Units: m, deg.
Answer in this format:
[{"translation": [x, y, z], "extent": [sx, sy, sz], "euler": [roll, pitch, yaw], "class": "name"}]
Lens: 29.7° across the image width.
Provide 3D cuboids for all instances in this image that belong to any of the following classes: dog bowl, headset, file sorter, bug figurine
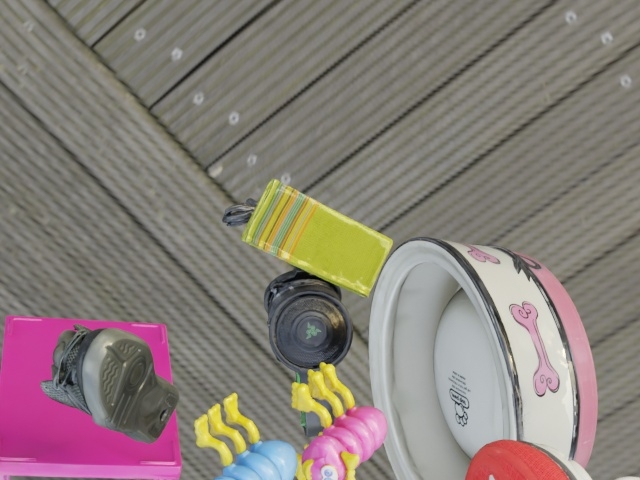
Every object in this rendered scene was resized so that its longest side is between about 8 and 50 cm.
[{"translation": [0.215, 0.190, 1.621], "extent": [0.150, 0.408, 0.408], "euler": [-7, 119, -23], "class": "dog bowl"}, {"translation": [-0.049, 0.124, 1.930], "extent": [0.185, 0.243, 0.394], "euler": [-6, 106, -4], "class": "headset"}, {"translation": [-0.288, 0.248, 1.462], "extent": [0.202, 0.291, 0.182], "euler": [4, 118, -13], "class": "file sorter"}, {"translation": [-0.019, 0.220, 0.865], "extent": [0.072, 0.216, 0.279], "euler": [17, 125, 29], "class": "bug figurine"}]

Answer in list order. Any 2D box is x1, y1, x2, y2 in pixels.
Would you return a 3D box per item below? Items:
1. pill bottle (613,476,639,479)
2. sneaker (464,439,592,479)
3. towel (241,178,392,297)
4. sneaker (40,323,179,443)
[{"translation": [0.199, 0.291, 0.972], "extent": [0.121, 0.121, 0.221], "euler": [35, 127, -12], "class": "pill bottle"}, {"translation": [0.079, 0.219, 0.590], "extent": [0.118, 0.279, 0.107], "euler": [25, 145, -24], "class": "sneaker"}, {"translation": [0.000, 0.000, 1.797], "extent": [0.237, 0.021, 0.102], "euler": [26, 92, -30], "class": "towel"}, {"translation": [-0.220, 0.126, 1.155], "extent": [0.130, 0.227, 0.087], "euler": [22, 75, 11], "class": "sneaker"}]
